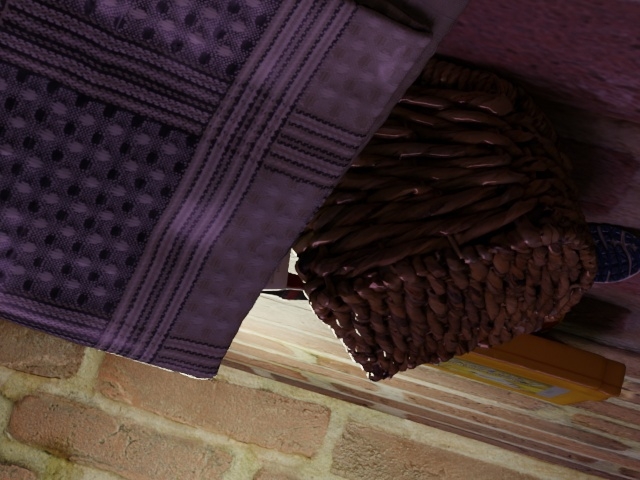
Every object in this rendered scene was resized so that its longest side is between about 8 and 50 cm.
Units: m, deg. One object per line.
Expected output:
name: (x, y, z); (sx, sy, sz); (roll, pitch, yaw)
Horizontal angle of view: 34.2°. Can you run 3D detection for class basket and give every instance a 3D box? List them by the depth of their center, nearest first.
basket: (0.087, -0.041, 0.824); (0.213, 0.223, 0.299); (-18, 159, 6)

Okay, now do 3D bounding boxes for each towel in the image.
towel: (-0.117, -0.079, 0.570); (0.312, 0.324, 0.056); (24, -157, -24)

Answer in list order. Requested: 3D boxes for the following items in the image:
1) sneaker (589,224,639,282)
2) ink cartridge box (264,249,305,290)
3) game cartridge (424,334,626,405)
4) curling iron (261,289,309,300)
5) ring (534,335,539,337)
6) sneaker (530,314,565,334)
sneaker: (0.243, 0.015, 0.951); (0.135, 0.052, 0.058); (-5, 175, 43)
ink cartridge box: (-0.135, 0.007, 1.262); (0.261, 0.066, 0.296); (3, -173, -43)
game cartridge: (0.202, 0.141, 1.277); (0.285, 0.053, 0.324); (16, 173, 7)
curling iron: (-0.051, 0.061, 1.381); (0.068, 0.035, 0.274); (9, -177, 41)
ring: (0.204, 0.152, 1.538); (0.336, 0.032, 0.336); (17, 166, 4)
sneaker: (0.240, 0.069, 1.150); (0.067, 0.064, 0.175); (1, 171, 6)
